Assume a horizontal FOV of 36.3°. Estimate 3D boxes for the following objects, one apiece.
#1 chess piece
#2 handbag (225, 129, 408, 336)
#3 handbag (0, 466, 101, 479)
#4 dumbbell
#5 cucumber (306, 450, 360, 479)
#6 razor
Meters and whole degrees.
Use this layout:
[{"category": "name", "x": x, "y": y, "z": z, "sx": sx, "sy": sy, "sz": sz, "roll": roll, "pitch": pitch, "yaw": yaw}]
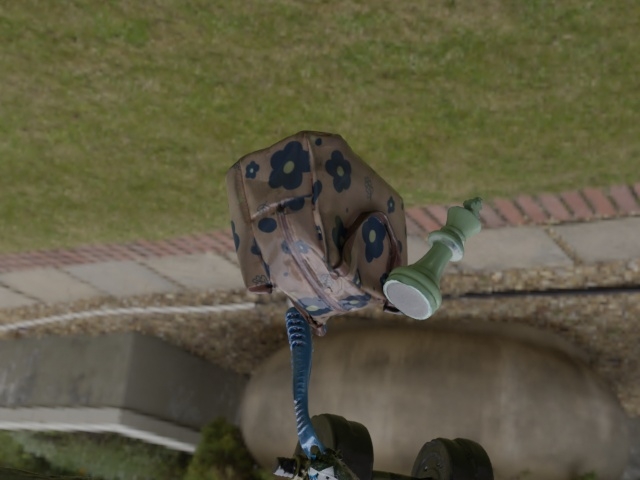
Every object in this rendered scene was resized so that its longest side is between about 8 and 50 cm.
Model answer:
[{"category": "chess piece", "x": 0.124, "y": 0.007, "z": 0.986, "sx": 0.059, "sy": 0.149, "sz": 0.059, "roll": 28, "pitch": 151, "yaw": 17}, {"category": "handbag", "x": 0.000, "y": 0.000, "z": 1.275, "sx": 0.190, "sy": 0.193, "sz": 0.251, "roll": -20, "pitch": 151, "yaw": 22}, {"category": "handbag", "x": -0.350, "y": 0.335, "z": 0.911, "sx": 0.253, "sy": 0.316, "sz": 0.109, "roll": 14, "pitch": -160, "yaw": -41}, {"category": "dumbbell", "x": 0.110, "y": 0.384, "z": 1.539, "sx": 0.388, "sy": 0.185, "sz": 0.185, "roll": 14, "pitch": 159, "yaw": -19}, {"category": "cucumber", "x": 0.047, "y": 0.289, "z": 0.973, "sx": 0.043, "sy": 0.044, "sz": 0.257, "roll": -5, "pitch": 131, "yaw": 29}, {"category": "razor", "x": -0.019, "y": 0.196, "z": 1.306, "sx": 0.042, "sy": 0.253, "sz": 0.082, "roll": 14, "pitch": 137, "yaw": -26}]
